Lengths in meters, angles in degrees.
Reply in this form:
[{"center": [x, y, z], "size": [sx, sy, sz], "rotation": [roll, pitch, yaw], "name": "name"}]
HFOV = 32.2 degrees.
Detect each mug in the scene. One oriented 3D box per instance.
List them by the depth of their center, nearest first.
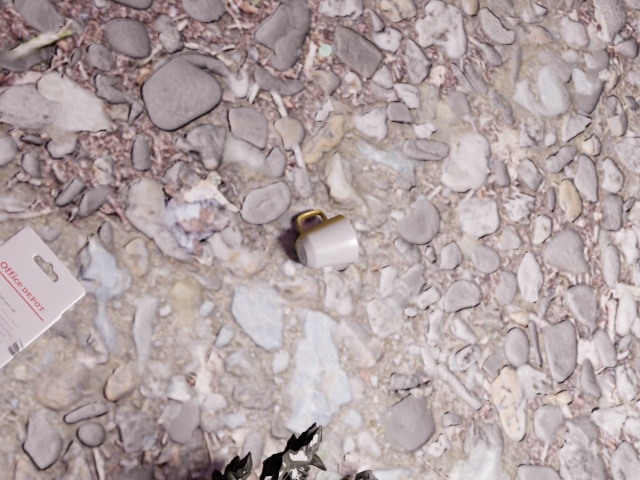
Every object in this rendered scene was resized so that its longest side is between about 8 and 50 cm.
[{"center": [0.001, 0.004, 1.378], "size": [0.064, 0.078, 0.062], "rotation": [-19, 117, -20], "name": "mug"}]

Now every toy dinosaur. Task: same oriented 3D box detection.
[{"center": [-0.013, 0.327, 1.190], "size": [0.164, 0.322, 0.218], "rotation": [-30, 93, 14], "name": "toy dinosaur"}]

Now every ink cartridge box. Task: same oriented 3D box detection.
[{"center": [-0.352, 0.080, 1.175], "size": [0.180, 0.060, 0.104], "rotation": [-42, 95, -29], "name": "ink cartridge box"}]
